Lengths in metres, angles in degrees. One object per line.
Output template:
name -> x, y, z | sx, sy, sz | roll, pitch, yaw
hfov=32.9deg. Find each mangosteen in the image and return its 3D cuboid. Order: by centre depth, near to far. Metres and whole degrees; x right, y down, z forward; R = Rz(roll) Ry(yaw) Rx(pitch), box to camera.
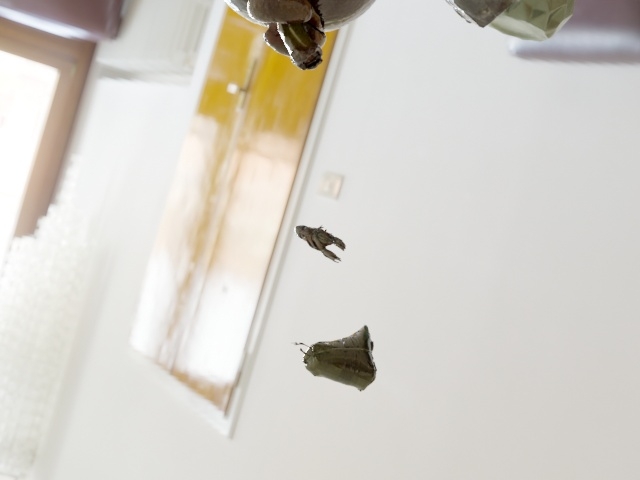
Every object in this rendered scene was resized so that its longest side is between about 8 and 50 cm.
mangosteen -> -0.038, -0.429, 1.639 | 0.297, 0.293, 0.297 | 6, -159, -2

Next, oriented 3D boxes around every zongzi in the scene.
zongzi -> 0.013, 0.162, 1.713 | 0.154, 0.062, 0.130 | 20, -138, -20

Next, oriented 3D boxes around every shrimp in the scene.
shrimp -> 0.004, -0.001, 1.617 | 0.092, 0.038, 0.029 | 38, 156, 21

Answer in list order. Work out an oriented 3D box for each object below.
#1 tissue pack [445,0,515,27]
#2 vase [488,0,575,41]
tissue pack -> 0.157, -0.465, 1.288 | 0.361, 0.259, 0.122 | 44, -168, -12
vase -> 0.377, -0.517, 1.788 | 0.165, 0.360, 0.165 | 19, 177, 1
